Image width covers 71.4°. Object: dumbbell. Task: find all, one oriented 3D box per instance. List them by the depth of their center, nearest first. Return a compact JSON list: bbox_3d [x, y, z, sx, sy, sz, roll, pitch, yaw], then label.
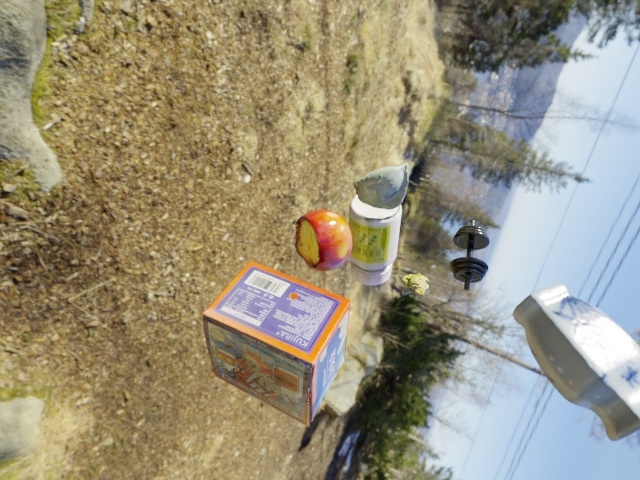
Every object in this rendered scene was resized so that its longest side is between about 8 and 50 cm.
[{"bbox_3d":[0.401,0.037,1.194,0.099,0.099,0.208,70,31,-59],"label":"dumbbell"}]

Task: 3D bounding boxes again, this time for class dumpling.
[{"bbox_3d":[0.230,-0.196,1.593,0.149,0.217,0.105,43,33,-38],"label":"dumpling"}]

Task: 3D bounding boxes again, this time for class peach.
[{"bbox_3d":[0.000,0.000,1.444,0.226,0.196,0.190,33,54,-55],"label":"peach"}]

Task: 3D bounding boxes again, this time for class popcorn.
[{"bbox_3d":[0.371,0.172,1.754,0.109,0.097,0.089,-14,101,-19],"label":"popcorn"}]

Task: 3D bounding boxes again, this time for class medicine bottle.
[{"bbox_3d":[0.223,-0.006,1.887,0.213,0.213,0.378,-50,149,-41],"label":"medicine bottle"}]

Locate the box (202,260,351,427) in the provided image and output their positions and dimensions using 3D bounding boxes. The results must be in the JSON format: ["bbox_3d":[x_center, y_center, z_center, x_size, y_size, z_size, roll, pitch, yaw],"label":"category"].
[{"bbox_3d":[-0.122,0.298,1.314,0.257,0.349,0.318,-52,155,-44],"label":"box"}]

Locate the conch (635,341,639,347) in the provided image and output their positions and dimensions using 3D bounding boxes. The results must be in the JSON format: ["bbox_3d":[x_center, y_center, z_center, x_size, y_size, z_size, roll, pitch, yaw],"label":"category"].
[{"bbox_3d":[1.065,0.401,1.496,0.124,0.187,0.181,-39,171,14],"label":"conch"}]

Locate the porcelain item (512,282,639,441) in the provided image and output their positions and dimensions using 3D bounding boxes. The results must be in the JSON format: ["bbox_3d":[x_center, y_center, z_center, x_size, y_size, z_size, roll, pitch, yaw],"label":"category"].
[{"bbox_3d":[0.730,0.321,1.230,0.243,0.405,0.178,-15,142,-22],"label":"porcelain item"}]
